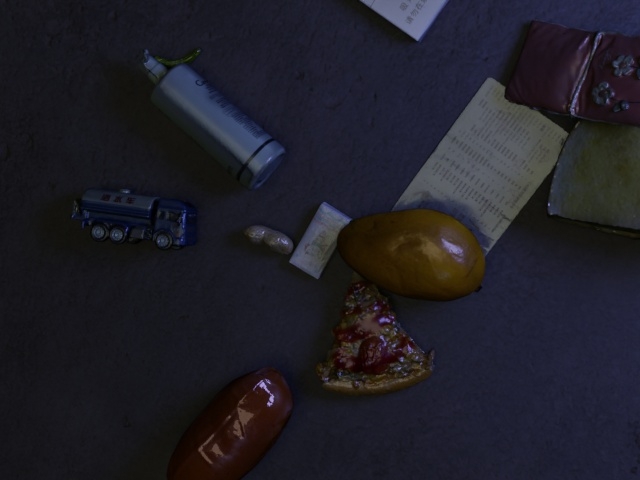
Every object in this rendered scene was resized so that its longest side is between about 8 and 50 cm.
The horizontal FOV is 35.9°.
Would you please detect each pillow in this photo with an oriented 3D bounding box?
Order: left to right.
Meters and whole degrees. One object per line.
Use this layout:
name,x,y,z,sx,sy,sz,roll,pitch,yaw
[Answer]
pillow,0.364,-0.227,1.347,0.232,0.043,0.126,20,93,41

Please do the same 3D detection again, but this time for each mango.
mango,0.130,0.015,1.449,0.227,0.109,0.147,14,133,19

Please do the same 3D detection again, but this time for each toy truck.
toy truck,-0.296,-0.036,1.574,0.201,0.074,0.088,8,91,13

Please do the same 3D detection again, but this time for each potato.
potato,0.470,-0.128,1.340,0.269,0.112,0.255,11,88,33

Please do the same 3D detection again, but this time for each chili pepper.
chili pepper,-0.225,-0.285,1.544,0.083,0.017,0.030,-2,96,15

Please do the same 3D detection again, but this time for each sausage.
sausage,-0.142,0.309,1.552,0.133,0.133,0.258,43,105,5

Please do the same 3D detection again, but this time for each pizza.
pizza,0.071,0.142,1.510,0.188,0.062,0.199,-13,93,13

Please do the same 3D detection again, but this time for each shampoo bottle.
shampoo bottle,-0.175,-0.190,1.510,0.262,0.085,0.085,41,105,5

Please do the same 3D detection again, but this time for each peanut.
peanut,-0.081,-0.002,1.540,0.083,0.037,0.037,17,101,10

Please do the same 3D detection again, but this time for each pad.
pad,0.233,-0.090,1.464,0.159,0.009,0.265,37,104,7

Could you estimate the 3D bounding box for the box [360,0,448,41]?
box,0.084,-0.414,1.441,0.245,0.035,0.139,38,105,6

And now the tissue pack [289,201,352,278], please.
tissue pack,0.000,0.000,1.525,0.056,0.023,0.108,31,104,8
